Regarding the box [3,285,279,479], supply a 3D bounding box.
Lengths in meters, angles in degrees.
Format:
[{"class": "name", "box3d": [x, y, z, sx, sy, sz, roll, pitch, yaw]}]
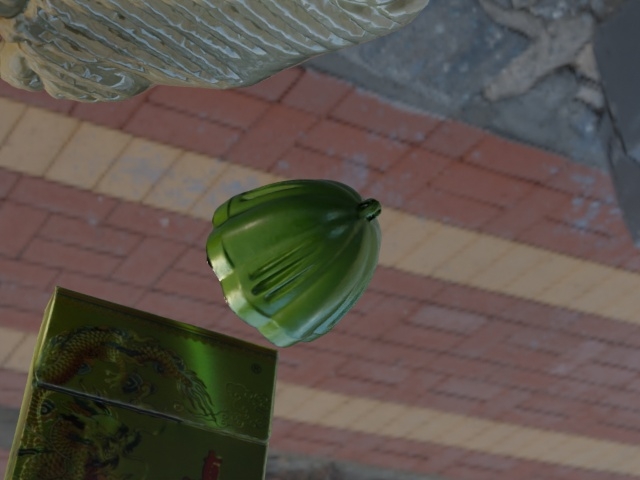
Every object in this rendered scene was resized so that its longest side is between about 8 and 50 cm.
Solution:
[{"class": "box", "box3d": [-0.126, 0.188, 0.817, 0.173, 0.311, 0.043, 18, 142, -16]}]

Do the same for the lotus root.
[{"class": "lotus root", "box3d": [0.000, 0.000, 1.309, 0.186, 0.186, 0.186, -5, 146, -3]}]

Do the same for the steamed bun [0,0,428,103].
[{"class": "steamed bun", "box3d": [-0.116, -0.243, 0.700, 0.368, 0.255, 0.342, -4, 161, 30]}]
